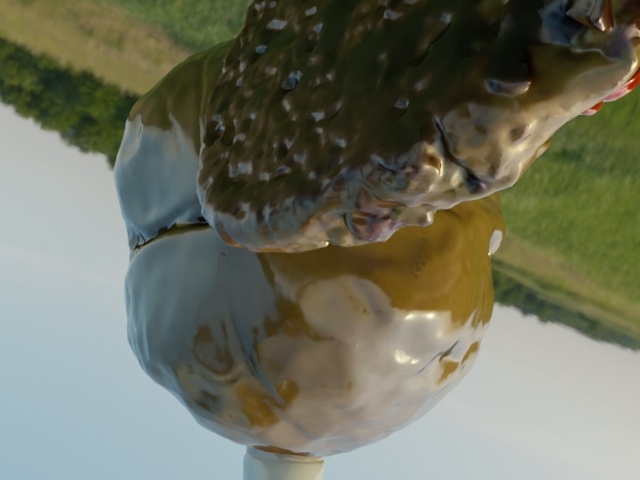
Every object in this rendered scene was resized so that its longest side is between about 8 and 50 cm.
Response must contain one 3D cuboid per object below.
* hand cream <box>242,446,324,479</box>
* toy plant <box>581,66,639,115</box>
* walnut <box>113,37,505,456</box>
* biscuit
[{"bbox_3d":[-0.044,0.301,0.983,0.083,0.248,0.133,3,176,14],"label":"hand cream"},{"bbox_3d":[0.254,-0.172,0.717,0.155,0.240,0.088,26,158,-28],"label":"toy plant"},{"bbox_3d":[0.000,0.000,0.822,0.308,0.354,0.398,-1,179,15],"label":"walnut"},{"bbox_3d":[0.056,-0.121,0.510,0.081,0.289,0.334,33,153,-30],"label":"biscuit"}]
